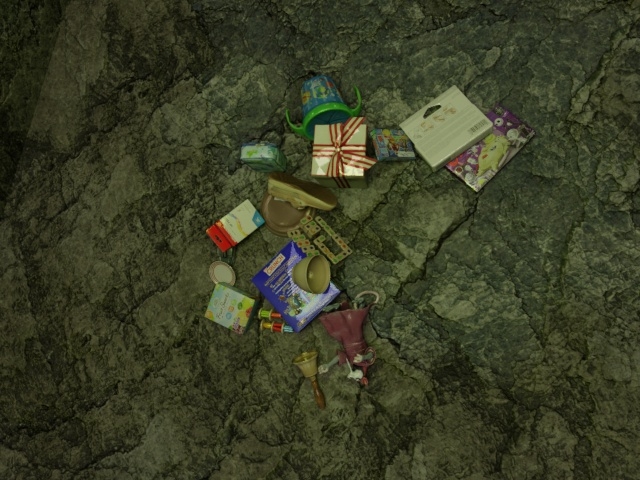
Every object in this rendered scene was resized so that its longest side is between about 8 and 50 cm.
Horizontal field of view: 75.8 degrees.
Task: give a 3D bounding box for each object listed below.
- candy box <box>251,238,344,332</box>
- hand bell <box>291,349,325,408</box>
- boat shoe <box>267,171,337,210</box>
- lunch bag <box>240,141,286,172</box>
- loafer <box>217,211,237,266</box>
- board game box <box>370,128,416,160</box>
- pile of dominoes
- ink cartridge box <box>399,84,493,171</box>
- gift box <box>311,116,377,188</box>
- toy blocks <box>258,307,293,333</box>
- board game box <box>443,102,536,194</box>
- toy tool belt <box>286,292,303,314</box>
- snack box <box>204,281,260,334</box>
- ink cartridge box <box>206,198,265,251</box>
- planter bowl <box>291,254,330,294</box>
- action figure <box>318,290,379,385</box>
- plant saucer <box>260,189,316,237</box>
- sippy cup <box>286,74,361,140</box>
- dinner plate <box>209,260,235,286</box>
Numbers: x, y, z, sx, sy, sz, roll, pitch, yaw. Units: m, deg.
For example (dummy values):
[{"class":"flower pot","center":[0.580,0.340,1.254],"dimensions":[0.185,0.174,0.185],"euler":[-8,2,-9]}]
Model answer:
[{"class":"candy box","center":[-0.100,0.197,1.818],"dimensions":[0.268,0.122,0.317],"euler":[-44,78,5]},{"class":"hand bell","center":[-0.027,0.612,1.774],"dimensions":[0.126,0.126,0.241],"euler":[-19,91,9]},{"class":"boat shoe","center":[-0.082,-0.201,1.838],"dimensions":[0.341,0.122,0.110],"euler":[25,126,17]},{"class":"lunch bag","center":[-0.259,-0.375,1.872],"dimensions":[0.176,0.219,0.090],"euler":[2,83,13]},{"class":"loafer","center":[-0.446,-0.005,1.936],"dimensions":[0.096,0.084,0.267],"euler":[4,84,13]},{"class":"board game box","center":[0.316,-0.412,1.780],"dimensions":[0.201,0.035,0.136],"euler":[-6,78,-33]},{"class":"pile of dominoes","center":[0.000,0.000,1.805],"dimensions":[0.196,0.040,0.251],"euler":[-34,73,-33]},{"class":"ink cartridge box","center":[0.533,-0.481,1.764],"dimensions":[0.296,0.066,0.261],"euler":[-35,66,8]},{"class":"gift box","center":[0.113,-0.370,1.771],"dimensions":[0.277,0.258,0.255],"euler":[-2,83,13]},{"class":"toy blocks","center":[-0.194,0.360,1.830],"dimensions":[0.148,0.054,0.123],"euler":[6,123,13]},{"class":"board game box","center":[0.711,-0.391,1.753],"dimensions":[0.347,0.056,0.208],"euler":[-46,72,4]},{"class":"toy tool belt","center":[-0.100,0.265,1.722],"dimensions":[0.051,0.052,0.083],"euler":[-35,80,17]},{"class":"snack box","center":[-0.406,0.309,1.890],"dimensions":[0.207,0.070,0.174],"euler":[21,95,15]},{"class":"ink cartridge box","center":[-0.388,-0.066,1.875],"dimensions":[0.231,0.078,0.134],"euler":[-41,103,-16]},{"class":"planter bowl","center":[-0.050,0.138,1.686],"dimensions":[0.109,0.162,0.162],"euler":[-2,82,36]},{"class":"action figure","center":[0.136,0.430,1.740],"dimensions":[0.248,0.276,0.370],"euler":[-11,100,41]},{"class":"plant saucer","center":[-0.156,-0.152,1.916],"dimensions":[0.278,0.041,0.277],"euler":[-2,83,13]},{"class":"sippy cup","center":[0.012,-0.605,1.852],"dimensions":[0.306,0.240,0.224],"euler":[-4,67,-27]},{"class":"dinner plate","center":[-0.459,0.160,1.932],"dimensions":[0.141,0.017,0.141],"euler":[7,113,18]}]
